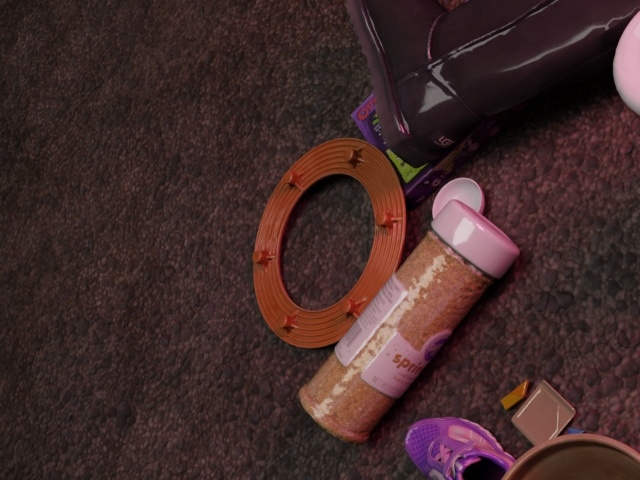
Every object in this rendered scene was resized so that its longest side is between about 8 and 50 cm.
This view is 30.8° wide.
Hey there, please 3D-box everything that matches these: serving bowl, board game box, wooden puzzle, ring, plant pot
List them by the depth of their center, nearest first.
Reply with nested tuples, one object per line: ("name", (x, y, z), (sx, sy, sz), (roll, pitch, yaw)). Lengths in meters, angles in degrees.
("plant pot", (0.313, 0.344, 1.310), (0.237, 0.110, 0.237), (-15, 65, 35))
("wooden puzzle", (0.283, 0.223, 1.471), (0.078, 0.014, 0.116), (-51, 45, 18))
("serving bowl", (0.202, -0.047, 1.661), (0.083, 0.027, 0.083), (-19, 59, 35))
("board game box", (0.214, -0.237, 1.730), (0.347, 0.056, 0.208), (-43, 52, 18))
("ring", (0.000, 0.000, 1.788), (0.337, 0.032, 0.336), (-19, 62, 42))

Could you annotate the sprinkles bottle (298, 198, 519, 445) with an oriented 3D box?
("sprinkles bottle", (0.119, 0.114, 1.594), (0.355, 0.121, 0.121), (-52, 45, 11))

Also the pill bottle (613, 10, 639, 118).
("pill bottle", (0.459, -0.156, 1.301), (0.162, 0.278, 0.162), (-19, 59, 35))

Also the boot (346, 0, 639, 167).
("boot", (0.261, -0.350, 1.600), (0.445, 0.146, 0.366), (-30, 62, 33))

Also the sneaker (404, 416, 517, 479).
("sneaker", (0.186, 0.285, 1.464), (0.236, 0.105, 0.095), (27, 91, 47))
